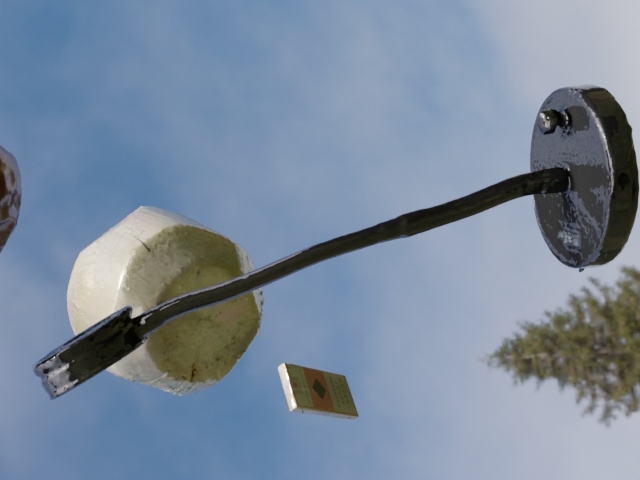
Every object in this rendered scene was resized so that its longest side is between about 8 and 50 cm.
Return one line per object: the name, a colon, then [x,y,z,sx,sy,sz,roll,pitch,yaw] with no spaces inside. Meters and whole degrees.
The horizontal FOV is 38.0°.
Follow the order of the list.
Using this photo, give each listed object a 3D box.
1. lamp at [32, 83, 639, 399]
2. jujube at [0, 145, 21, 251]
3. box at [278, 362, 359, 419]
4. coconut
lamp: [0.019,0.033,0.550,0.371,0.130,0.109,-27,-84,-9]
jujube: [-0.297,0.009,0.579,0.230,0.155,0.155,-50,-58,-8]
box: [-0.002,0.139,0.851,0.083,0.012,0.046,18,-137,-44]
coconut: [-0.194,0.073,1.153,0.227,0.230,0.227,-11,-70,-33]
